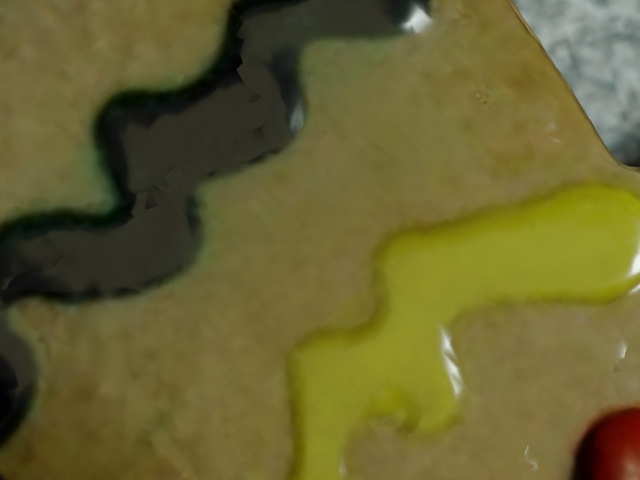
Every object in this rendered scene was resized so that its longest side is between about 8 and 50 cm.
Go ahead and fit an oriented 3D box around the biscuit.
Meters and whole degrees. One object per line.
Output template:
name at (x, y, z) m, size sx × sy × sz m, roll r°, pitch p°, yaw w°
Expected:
biscuit at (0.000, 0.000, 0.575) m, size 0.368 × 0.076 × 0.394 m, roll -40°, pitch 81°, yaw -3°
